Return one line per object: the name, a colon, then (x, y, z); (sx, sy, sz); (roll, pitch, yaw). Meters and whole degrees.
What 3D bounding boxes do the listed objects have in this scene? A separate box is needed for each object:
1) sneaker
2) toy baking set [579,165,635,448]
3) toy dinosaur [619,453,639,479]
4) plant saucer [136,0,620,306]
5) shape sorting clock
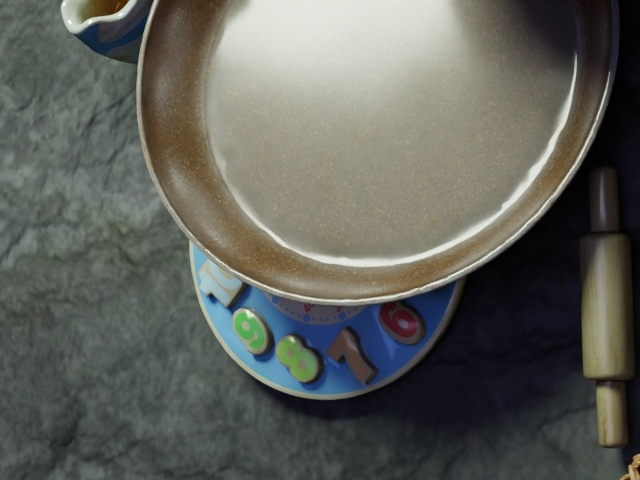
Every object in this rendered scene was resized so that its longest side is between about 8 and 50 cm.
sneaker: (-0.097, -0.227, 0.970); (0.087, 0.092, 0.228); (31, 101, 32)
toy baking set: (0.233, 0.053, 0.776); (0.197, 0.030, 0.256); (1, 86, 32)
toy dinosaur: (0.301, 0.060, 0.675); (0.322, 0.164, 0.218); (-39, 57, 29)
plant saucer: (0.033, -0.108, 0.876); (0.310, 0.050, 0.310); (-6, 74, 22)
shape sorting clock: (0.000, 0.000, 0.921); (0.206, 0.040, 0.206); (-3, 84, 32)
